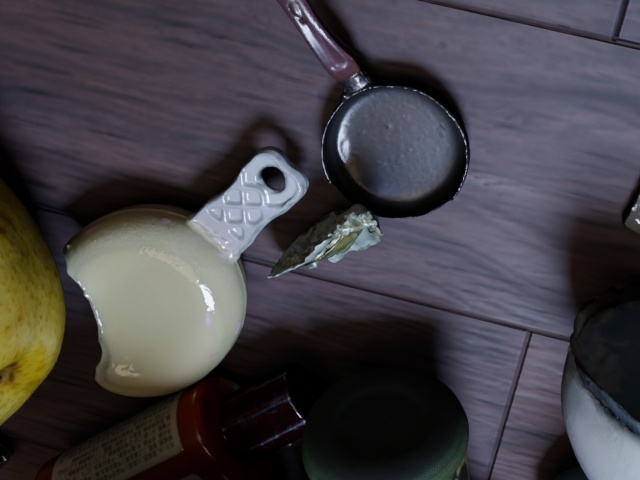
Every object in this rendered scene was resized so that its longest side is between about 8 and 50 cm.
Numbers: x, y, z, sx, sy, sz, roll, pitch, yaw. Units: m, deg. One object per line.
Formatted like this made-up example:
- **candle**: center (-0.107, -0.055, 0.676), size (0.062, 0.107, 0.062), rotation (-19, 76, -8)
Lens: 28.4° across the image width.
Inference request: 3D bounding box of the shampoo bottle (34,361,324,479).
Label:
- **shampoo bottle**: center (-0.116, 0.186, 1.094), size (0.278, 0.104, 0.104), rotation (-29, 107, 24)

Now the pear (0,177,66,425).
- **pear**: center (-0.363, 0.045, 0.974), size (0.314, 0.314, 0.314), rotation (5, 117, 11)

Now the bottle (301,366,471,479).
- **bottle**: center (0.078, 0.235, 1.050), size (0.156, 0.143, 0.271), rotation (3, 132, 21)

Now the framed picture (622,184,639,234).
- **framed picture**: center (0.362, -0.074, 0.902), size (0.192, 0.018, 0.265), rotation (26, 119, 1)

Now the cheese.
- **cheese**: center (-0.098, 0.033, 1.033), size (0.249, 0.071, 0.163), rotation (-21, 110, 21)

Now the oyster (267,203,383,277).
- **oyster**: center (0.000, 0.000, 0.988), size (0.100, 0.098, 0.037), rotation (-23, 86, 7)

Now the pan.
- **pan**: center (0.031, -0.106, 0.947), size (0.115, 0.040, 0.212), rotation (-25, 115, 24)

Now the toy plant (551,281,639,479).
- **toy plant**: center (0.267, 0.224, 0.962), size (0.247, 0.247, 0.332), rotation (12, 120, 7)

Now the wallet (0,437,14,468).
- **wallet**: center (-0.444, 0.246, 1.237), size (0.169, 0.044, 0.317), rotation (42, 116, -5)
